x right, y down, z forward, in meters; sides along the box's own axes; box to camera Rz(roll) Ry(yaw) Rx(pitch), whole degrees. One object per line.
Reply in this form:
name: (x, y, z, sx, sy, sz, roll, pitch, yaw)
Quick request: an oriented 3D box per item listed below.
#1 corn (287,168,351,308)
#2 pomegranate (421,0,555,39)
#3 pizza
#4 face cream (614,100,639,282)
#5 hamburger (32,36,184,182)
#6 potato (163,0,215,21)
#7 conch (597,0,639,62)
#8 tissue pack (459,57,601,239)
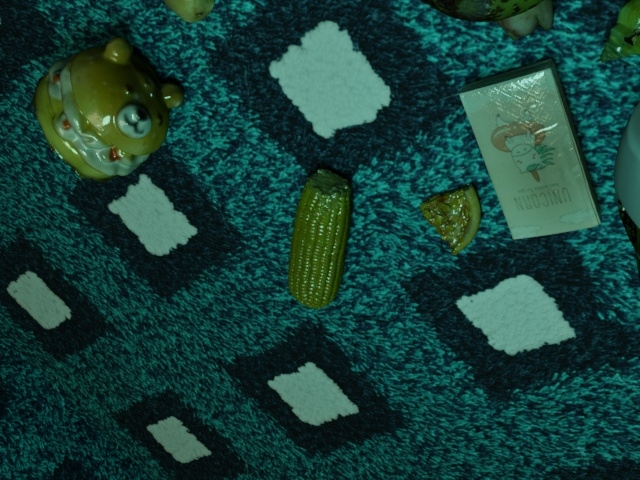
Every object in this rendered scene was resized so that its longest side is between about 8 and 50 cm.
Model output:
corn: (0.000, 0.000, 1.575, 0.131, 0.131, 0.344, 20, 130, 12)
pomegranate: (0.264, -0.425, 1.052, 0.285, 0.284, 0.340, -2, 150, 28)
pizza: (0.265, -0.051, 1.459, 0.131, 0.041, 0.178, 27, 133, 7)
face cream: (0.595, -0.052, 1.115, 0.220, 0.312, 0.357, -23, 133, 12)
hamburger: (-0.433, -0.282, 1.499, 0.237, 0.276, 0.276, -25, 112, 25)
potato: (-0.263, -0.502, 1.334, 0.109, 0.118, 0.178, -30, 96, 3)
conch: (0.518, -0.341, 1.090, 0.201, 0.079, 0.095, -21, 132, 28)
tissue pack: (0.386, -0.155, 1.297, 0.170, 0.071, 0.325, -11, 119, 31)
